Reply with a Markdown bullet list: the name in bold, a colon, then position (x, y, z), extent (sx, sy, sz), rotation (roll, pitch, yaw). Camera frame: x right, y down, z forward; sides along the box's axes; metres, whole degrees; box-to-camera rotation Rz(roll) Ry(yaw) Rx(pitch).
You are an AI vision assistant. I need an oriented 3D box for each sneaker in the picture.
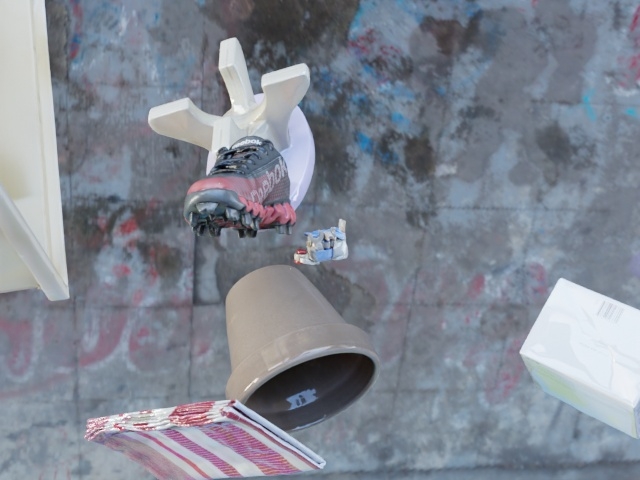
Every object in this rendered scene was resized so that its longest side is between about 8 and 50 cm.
- **sneaker**: position (-0.106, -0.073, 1.153), extent (0.098, 0.276, 0.135), rotation (-5, 89, 15)

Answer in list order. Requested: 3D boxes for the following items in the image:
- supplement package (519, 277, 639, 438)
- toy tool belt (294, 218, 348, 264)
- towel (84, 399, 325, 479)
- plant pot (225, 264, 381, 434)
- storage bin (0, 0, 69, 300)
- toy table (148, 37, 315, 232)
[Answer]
- **supplement package**: position (0.458, 0.194, 1.453), extent (0.149, 0.194, 0.203), rotation (-58, 149, -12)
- **toy tool belt**: position (0.000, 0.000, 1.189), extent (0.083, 0.052, 0.051), rotation (-10, 108, -35)
- **towel**: position (-0.188, 0.332, 1.420), extent (0.329, 0.037, 0.237), rotation (-15, 138, 35)
- **plant pot**: position (-0.061, 0.174, 1.524), extent (0.263, 0.229, 0.263), rotation (-18, 145, -14)
- **storage bin**: position (-0.231, -0.126, 0.462), extent (0.123, 0.260, 0.262), rotation (-10, 156, -5)
- **toy table**: position (-0.113, -0.168, 1.353), extent (0.252, 0.274, 0.161), rotation (-23, 138, 6)
